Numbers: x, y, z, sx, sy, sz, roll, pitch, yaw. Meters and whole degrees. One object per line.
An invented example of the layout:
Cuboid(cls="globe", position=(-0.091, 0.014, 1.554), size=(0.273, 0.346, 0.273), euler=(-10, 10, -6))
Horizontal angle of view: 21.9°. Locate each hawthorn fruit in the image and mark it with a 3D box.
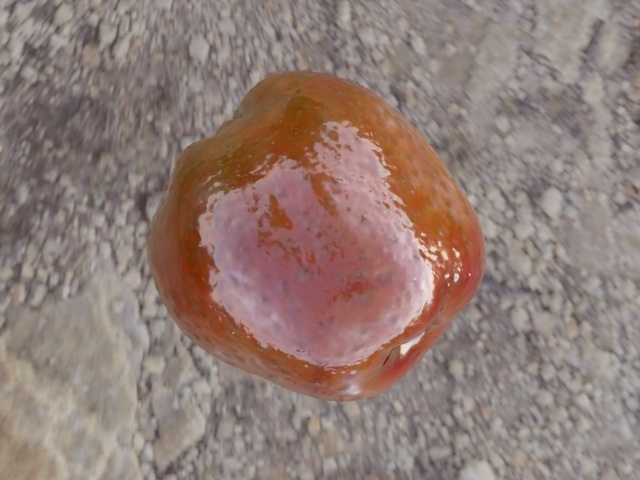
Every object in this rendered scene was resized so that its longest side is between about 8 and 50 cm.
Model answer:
Cuboid(cls="hawthorn fruit", position=(0.000, 0.000, 0.920), size=(0.189, 0.189, 0.189), euler=(-1, 105, -4))
